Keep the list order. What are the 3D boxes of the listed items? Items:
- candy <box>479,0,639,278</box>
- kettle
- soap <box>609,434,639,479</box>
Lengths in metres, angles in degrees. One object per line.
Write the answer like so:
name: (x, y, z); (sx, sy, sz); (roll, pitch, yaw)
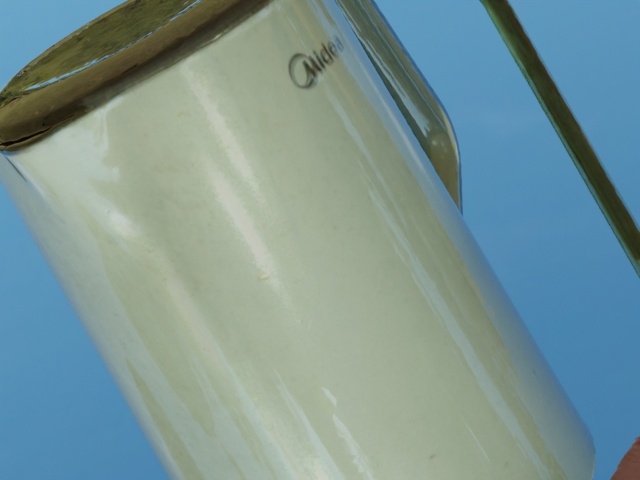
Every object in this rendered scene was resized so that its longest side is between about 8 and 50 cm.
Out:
candy: (0.148, 0.017, 0.683); (0.091, 0.083, 0.305); (-29, -105, 7)
kettle: (0.000, 0.000, 1.045); (0.250, 0.376, 0.361); (-14, -156, 38)
soap: (0.239, 0.301, 1.288); (0.081, 0.259, 0.181); (15, -152, 19)
